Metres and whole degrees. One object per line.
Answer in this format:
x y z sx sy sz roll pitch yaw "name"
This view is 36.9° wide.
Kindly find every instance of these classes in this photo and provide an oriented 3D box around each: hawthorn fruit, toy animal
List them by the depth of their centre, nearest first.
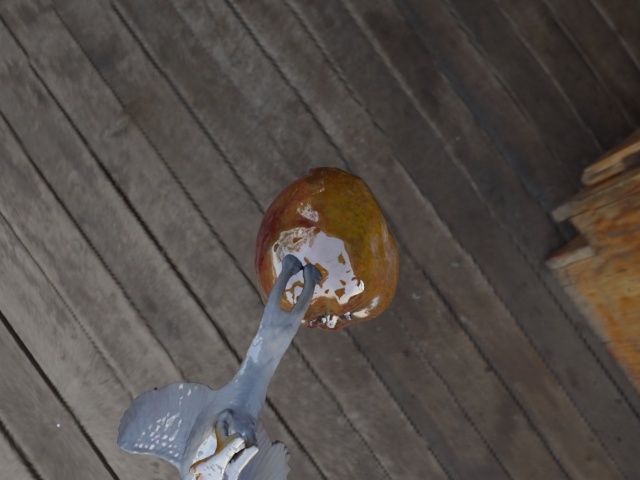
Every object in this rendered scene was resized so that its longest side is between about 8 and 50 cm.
-0.075 0.178 1.067 0.225 0.302 0.284 29 98 -8 "toy animal"
0.000 0.000 1.326 0.208 0.208 0.248 -2 65 -16 "hawthorn fruit"
